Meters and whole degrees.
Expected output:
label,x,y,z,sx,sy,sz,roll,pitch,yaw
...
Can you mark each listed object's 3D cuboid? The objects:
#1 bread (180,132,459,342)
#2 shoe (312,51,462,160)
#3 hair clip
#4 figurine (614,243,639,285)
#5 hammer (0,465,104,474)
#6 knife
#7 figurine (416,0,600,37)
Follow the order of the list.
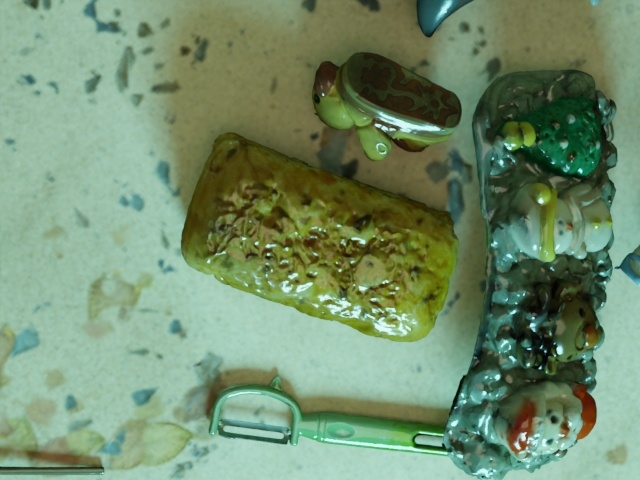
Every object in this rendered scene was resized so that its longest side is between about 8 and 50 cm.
label,x,y,z,sx,sy,sz,roll,pitch,yaw
bread,0.000,0.000,1.516,0.211,0.083,0.114,18,96,-11
shoe,0.047,-0.097,1.502,0.109,0.069,0.072,3,67,-17
hair clip,0.176,0.035,1.519,0.138,0.091,0.321,-6,108,-28
figurine,0.311,-0.074,1.505,0.205,0.103,0.260,31,105,-41
hammer,-0.226,0.182,1.572,0.110,0.019,0.035,2,104,-8
knife,0.019,0.142,1.587,0.212,0.015,0.054,8,95,-7
figurine,0.157,-0.281,1.432,0.265,0.140,0.193,-52,143,-10
